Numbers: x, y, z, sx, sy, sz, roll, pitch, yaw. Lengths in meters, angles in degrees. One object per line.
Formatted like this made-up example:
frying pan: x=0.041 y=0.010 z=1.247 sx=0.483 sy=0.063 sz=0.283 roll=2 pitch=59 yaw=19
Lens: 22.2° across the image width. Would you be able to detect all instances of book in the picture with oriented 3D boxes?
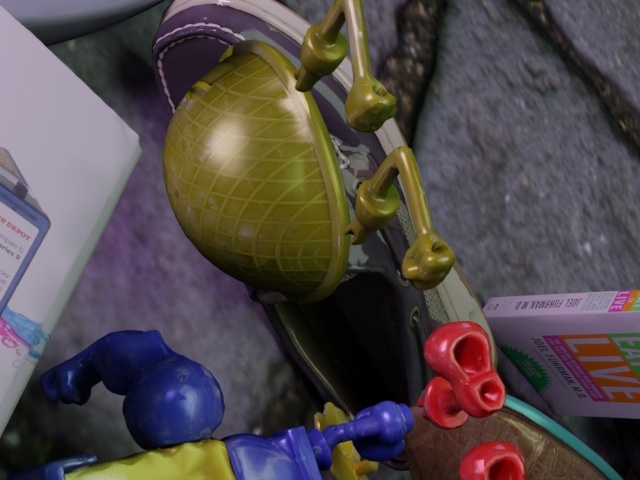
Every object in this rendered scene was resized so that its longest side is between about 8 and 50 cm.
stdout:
book: x=0.178 y=0.068 z=1.001 sx=0.096 sy=0.144 sz=0.035 roll=48 pitch=59 yaw=-26

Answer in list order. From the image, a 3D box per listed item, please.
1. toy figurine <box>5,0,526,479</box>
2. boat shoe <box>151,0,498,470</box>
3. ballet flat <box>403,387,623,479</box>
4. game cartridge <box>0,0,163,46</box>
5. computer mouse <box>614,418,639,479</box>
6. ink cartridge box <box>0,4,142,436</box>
toy figurine: x=-0.052 y=0.098 z=0.685 sx=0.217 sy=0.191 sz=0.362 roll=-17 pitch=87 yaw=-20
boat shoe: x=0.000 y=0.000 z=0.854 sx=0.285 sy=0.103 sz=0.092 roll=59 pitch=36 yaw=-25
ballet flat: x=0.129 y=0.196 z=0.900 sx=0.342 sy=0.116 sz=0.124 roll=47 pitch=56 yaw=-53
game cartridge: x=-0.148 y=-0.195 z=0.796 sx=0.297 sy=0.062 sz=0.198 roll=-29 pitch=93 yaw=-51
computer mouse: x=0.245 y=0.126 z=1.027 sx=0.060 sy=0.184 sz=0.262 roll=0 pitch=50 yaw=-15
ink cartridge box: x=-0.174 y=0.031 z=0.586 sx=0.093 sy=0.154 sz=0.212 roll=46 pitch=45 yaw=-25
